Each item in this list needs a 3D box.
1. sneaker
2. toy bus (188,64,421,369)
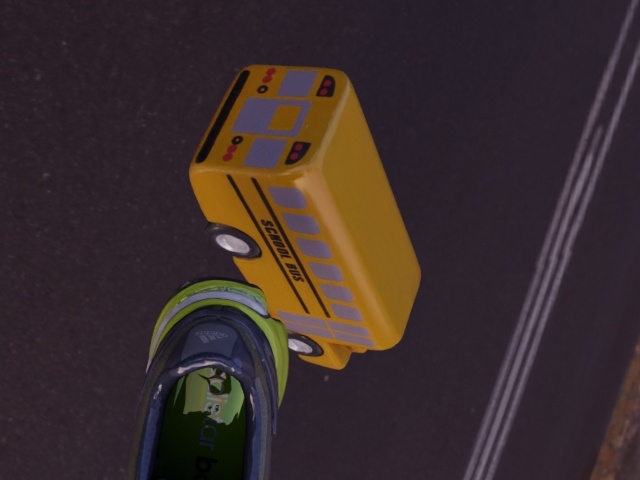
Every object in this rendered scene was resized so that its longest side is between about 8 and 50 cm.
[{"bbox_3d":[-0.082,0.176,0.522,0.121,0.111,0.300,-88,-179,-84],"label":"sneaker"},{"bbox_3d":[0.000,0.000,0.755,0.332,0.130,0.108,63,41,-51],"label":"toy bus"}]
